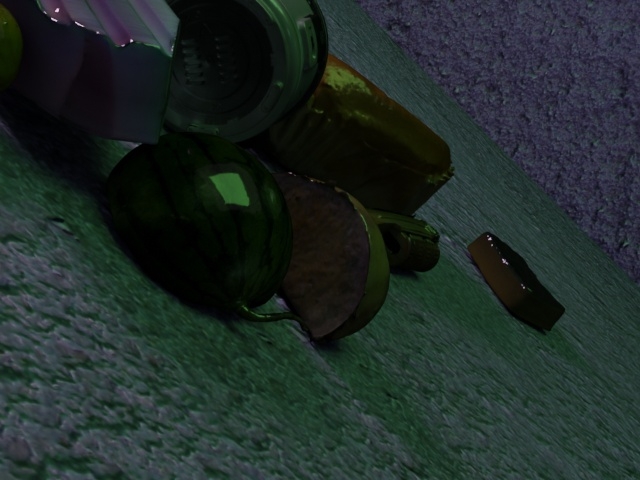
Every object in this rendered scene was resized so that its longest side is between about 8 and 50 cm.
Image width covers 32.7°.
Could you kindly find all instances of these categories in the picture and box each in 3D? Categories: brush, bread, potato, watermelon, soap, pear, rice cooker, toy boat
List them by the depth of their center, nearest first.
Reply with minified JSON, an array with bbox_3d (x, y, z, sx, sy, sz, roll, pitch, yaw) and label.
[{"bbox_3d":[-0.335,-0.184,1.031,0.107,0.107,0.131,32,27,-29],"label":"pear"},{"bbox_3d":[-0.106,-0.031,1.110,0.204,0.127,0.232,17,30,-41],"label":"watermelon"},{"bbox_3d":[-0.253,-0.218,1.154,0.193,0.109,0.324,5,26,-27],"label":"soap"},{"bbox_3d":[0.000,0.000,1.255,0.243,0.138,0.098,53,16,27],"label":"potato"},{"bbox_3d":[-0.118,-0.255,1.460,0.227,0.241,0.280,-58,139,-71],"label":"rice cooker"},{"bbox_3d":[0.115,0.001,1.625,0.088,0.068,0.226,55,20,23],"label":"toy boat"},{"bbox_3d":[0.054,-0.166,1.711,0.388,0.183,0.236,22,23,-48],"label":"bread"},{"bbox_3d":[0.355,0.073,1.985,0.123,0.059,0.197,30,20,-38],"label":"brush"}]
